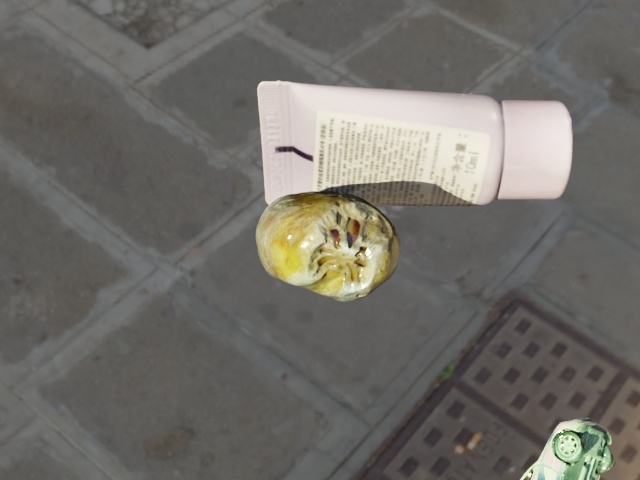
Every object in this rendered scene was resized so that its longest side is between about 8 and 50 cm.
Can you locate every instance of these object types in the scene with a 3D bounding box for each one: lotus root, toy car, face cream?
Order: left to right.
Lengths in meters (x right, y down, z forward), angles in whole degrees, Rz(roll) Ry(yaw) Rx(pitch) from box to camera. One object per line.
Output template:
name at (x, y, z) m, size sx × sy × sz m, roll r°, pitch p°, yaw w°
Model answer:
lotus root at (0.000, 0.000, 0.713) m, size 0.113 × 0.192 × 0.088 m, roll 12°, pitch 93°, yaw -14°
face cream at (0.082, -0.081, 0.760) m, size 0.273 × 0.154 × 0.096 m, roll 1°, pitch 52°, yaw 0°
toy car at (0.269, 0.312, 0.980) m, size 0.076 × 0.090 × 0.224 m, roll 14°, pitch 81°, yaw 49°
